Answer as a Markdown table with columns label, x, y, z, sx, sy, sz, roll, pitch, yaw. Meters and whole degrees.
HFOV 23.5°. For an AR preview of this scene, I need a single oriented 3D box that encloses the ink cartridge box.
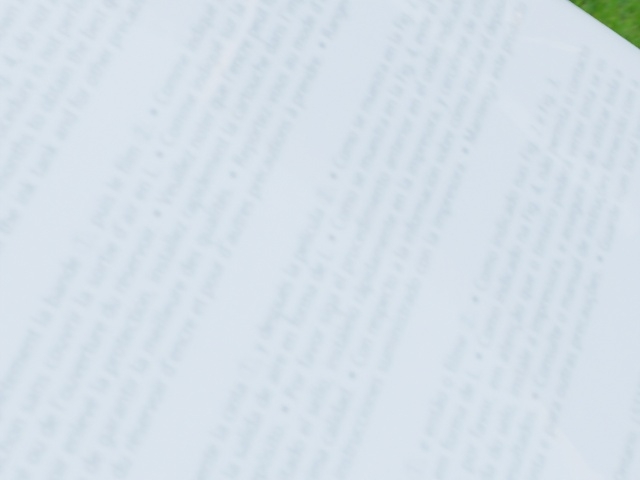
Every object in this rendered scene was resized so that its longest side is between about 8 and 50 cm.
| label | x | y | z | sx | sy | sz | roll | pitch | yaw |
| --- | --- | --- | --- | --- | --- | --- | --- | --- | --- |
| ink cartridge box | -0.067 | 0.020 | 0.379 | 0.385 | 0.091 | 0.308 | 31 | 57 | -11 |
